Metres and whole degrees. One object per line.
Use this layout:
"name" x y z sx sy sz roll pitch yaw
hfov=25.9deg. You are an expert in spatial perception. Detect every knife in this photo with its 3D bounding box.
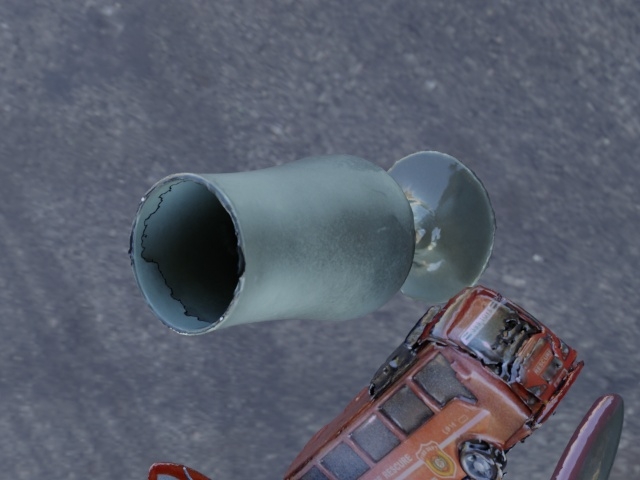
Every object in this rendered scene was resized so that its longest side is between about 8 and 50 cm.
"knife" 0.103 0.181 0.671 0.035 0.018 0.247 33 65 -14

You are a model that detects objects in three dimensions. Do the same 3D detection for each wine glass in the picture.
"wine glass" 0.000 0.000 0.822 0.103 0.231 0.103 5 98 39

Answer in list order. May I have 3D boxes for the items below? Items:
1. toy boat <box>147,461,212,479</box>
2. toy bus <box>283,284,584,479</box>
"toy boat" -0.025 0.256 1.025 0.072 0.318 0.219 -42 107 -21
"toy bus" 0.063 0.115 0.839 0.096 0.073 0.235 41 139 3
